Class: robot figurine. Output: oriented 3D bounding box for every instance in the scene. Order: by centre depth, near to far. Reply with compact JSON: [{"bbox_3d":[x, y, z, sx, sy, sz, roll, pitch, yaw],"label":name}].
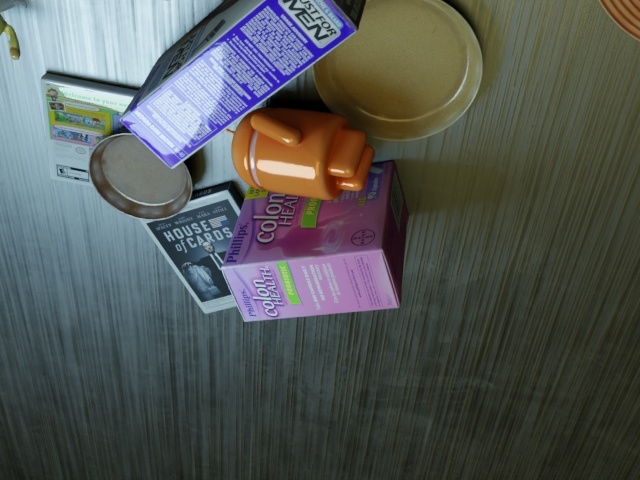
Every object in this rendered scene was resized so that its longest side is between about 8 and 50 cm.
[{"bbox_3d":[-0.036,-0.129,1.258,0.220,0.158,0.128,10,109,24],"label":"robot figurine"}]

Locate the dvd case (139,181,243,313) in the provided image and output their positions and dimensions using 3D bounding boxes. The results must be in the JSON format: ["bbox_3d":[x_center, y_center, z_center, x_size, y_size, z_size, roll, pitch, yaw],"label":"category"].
[{"bbox_3d":[-0.177,0.019,1.489,0.179,0.029,0.238,-15,126,21],"label":"dvd case"}]

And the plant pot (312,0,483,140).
[{"bbox_3d":[0.107,-0.246,1.211,0.236,0.032,0.236,6,131,7],"label":"plant pot"}]

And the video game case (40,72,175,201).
[{"bbox_3d":[-0.329,-0.159,1.370,0.213,0.023,0.193,11,131,2],"label":"video game case"}]

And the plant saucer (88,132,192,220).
[{"bbox_3d":[-0.282,-0.105,1.371,0.169,0.029,0.168,5,131,6],"label":"plant saucer"}]

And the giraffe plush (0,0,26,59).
[{"bbox_3d":[-0.540,-0.304,1.204,0.171,0.210,0.181,-6,101,36],"label":"giraffe plush"}]

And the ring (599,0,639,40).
[{"bbox_3d":[0.490,-0.375,1.033,0.337,0.032,0.336,5,130,7],"label":"ring"}]

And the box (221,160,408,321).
[{"bbox_3d":[0.000,0.000,1.319,0.243,0.213,0.117,-7,128,17],"label":"box"}]

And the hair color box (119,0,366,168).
[{"bbox_3d":[-0.097,-0.256,1.138,0.339,0.185,0.110,-30,118,30],"label":"hair color box"}]
